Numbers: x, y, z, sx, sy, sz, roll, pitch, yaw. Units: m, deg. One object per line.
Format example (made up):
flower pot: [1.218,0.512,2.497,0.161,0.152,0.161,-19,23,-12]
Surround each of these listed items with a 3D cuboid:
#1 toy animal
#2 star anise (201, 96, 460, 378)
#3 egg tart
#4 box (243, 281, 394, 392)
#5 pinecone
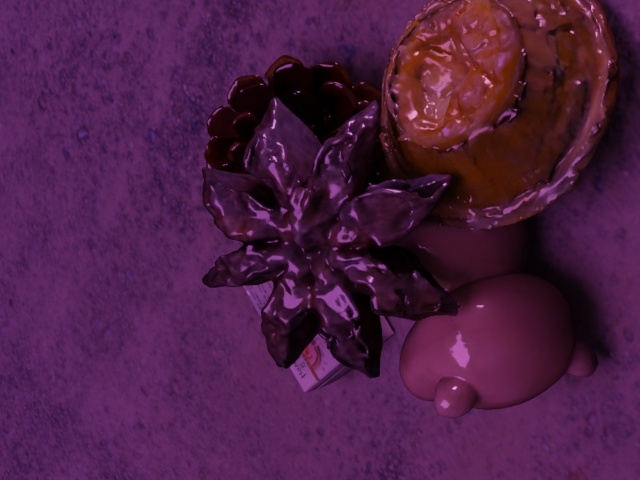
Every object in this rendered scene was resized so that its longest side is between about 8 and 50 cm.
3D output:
toy animal: [0.179,0.069,1.911,0.229,0.210,0.221,-155,56,-65]
star anise: [-0.002,0.000,1.830,0.332,0.117,0.331,4,99,24]
egg tart: [0.168,-0.162,1.818,0.315,0.120,0.315,-12,71,37]
box: [-0.011,0.079,2.197,0.135,0.081,0.199,-43,71,47]
pinecone: [-0.019,-0.090,2.022,0.264,0.264,0.264,19,117,41]
